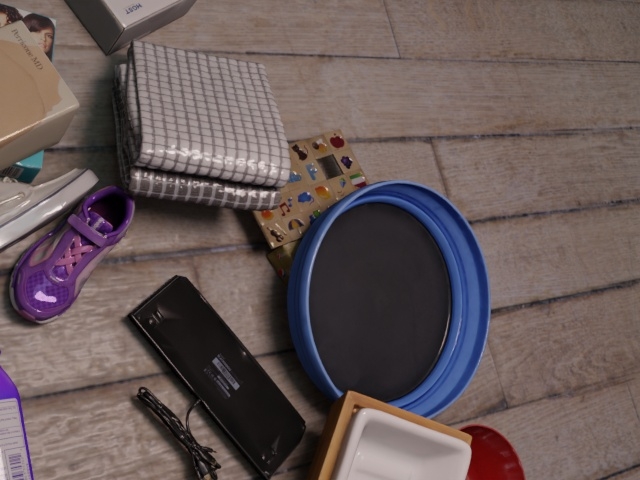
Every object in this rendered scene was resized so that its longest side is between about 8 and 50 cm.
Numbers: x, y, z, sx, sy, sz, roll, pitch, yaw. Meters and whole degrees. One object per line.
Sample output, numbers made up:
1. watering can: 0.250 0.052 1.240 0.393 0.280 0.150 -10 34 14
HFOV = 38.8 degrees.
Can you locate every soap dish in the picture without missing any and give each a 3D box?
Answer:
1. soap dish: 0.076 0.385 1.314 0.228 0.118 0.291 23 79 -23

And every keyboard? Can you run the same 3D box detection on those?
1. keyboard: -0.167 0.220 1.318 0.317 0.033 0.201 51 47 -5

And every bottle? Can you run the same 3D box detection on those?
1. bottle: -0.411 0.206 1.060 0.118 0.092 0.283 -5 74 -39

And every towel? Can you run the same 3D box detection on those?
1. towel: -0.187 -0.166 1.356 0.234 0.121 0.284 6 41 -24

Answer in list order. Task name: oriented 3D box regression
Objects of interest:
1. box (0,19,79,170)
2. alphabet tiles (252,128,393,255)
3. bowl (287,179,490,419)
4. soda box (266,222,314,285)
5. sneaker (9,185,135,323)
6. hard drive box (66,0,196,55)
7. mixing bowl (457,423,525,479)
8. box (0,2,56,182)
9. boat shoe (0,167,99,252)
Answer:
1. box: -0.475 -0.140 1.125 0.311 0.121 0.148 -37 92 -36
2. alphabet tiles: -0.012 -0.071 1.480 0.237 0.009 0.198 -20 78 -35
3. bowl: 0.115 0.100 1.466 0.391 0.077 0.392 2 86 -36
4. soda box: 0.000 0.000 1.496 0.181 0.058 0.061 -34 92 -38
5. sneaker: -0.332 0.007 1.247 0.095 0.104 0.236 42 56 -14
6. hard drive box: -0.328 -0.438 1.434 0.181 0.089 0.232 -39 94 -37
7. mixing bowl: 0.234 0.395 1.469 0.181 0.098 0.182 12 66 -28
8. box: -0.439 -0.211 1.289 0.100 0.060 0.244 11 66 -30
9. boat shoe: -0.422 -0.040 1.218 0.267 0.096 0.088 -37 97 -28
